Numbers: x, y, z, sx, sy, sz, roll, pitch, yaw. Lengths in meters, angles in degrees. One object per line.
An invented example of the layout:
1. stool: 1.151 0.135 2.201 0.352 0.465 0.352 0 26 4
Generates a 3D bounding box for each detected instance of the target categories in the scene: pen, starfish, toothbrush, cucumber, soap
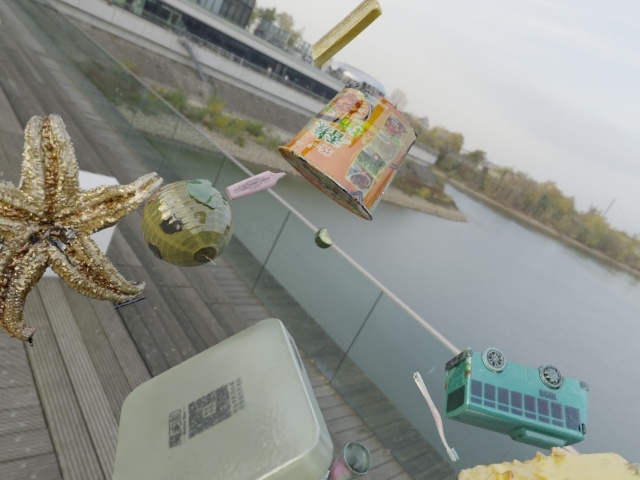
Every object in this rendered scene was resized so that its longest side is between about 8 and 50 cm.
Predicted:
1. pen: -0.191 -0.174 1.428 0.197 0.032 0.053 -26 85 -25
2. starfish: -0.368 -0.015 0.676 0.303 0.312 0.113 55 -5 -18
3. toothbrush: 0.259 0.397 1.058 0.022 0.017 0.204 -4 58 -35
4. cucumber: 0.000 0.000 1.504 0.067 0.035 0.107 64 -20 6
5. soap: 0.075 -0.629 1.398 0.037 0.252 0.092 34 37 -39

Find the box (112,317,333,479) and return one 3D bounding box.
1. box: -0.189 0.336 0.838 0.090 0.373 0.367 63 -3 -29

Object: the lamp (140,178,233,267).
1. lamp: -0.350 -0.025 1.269 0.250 0.250 0.284 5 42 -51

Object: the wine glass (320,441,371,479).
1. wine glass: 0.049 0.532 1.071 0.073 0.155 0.073 22 34 -16

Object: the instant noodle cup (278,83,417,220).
1. instant noodle cup: 0.062 -0.174 0.903 0.230 0.182 0.230 38 -2 2

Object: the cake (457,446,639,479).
1. cake: 0.332 0.395 0.531 0.286 0.227 0.222 -11 4 6

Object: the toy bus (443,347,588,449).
1. toy bus: 0.387 0.319 0.929 0.256 0.128 0.147 17 58 -1
